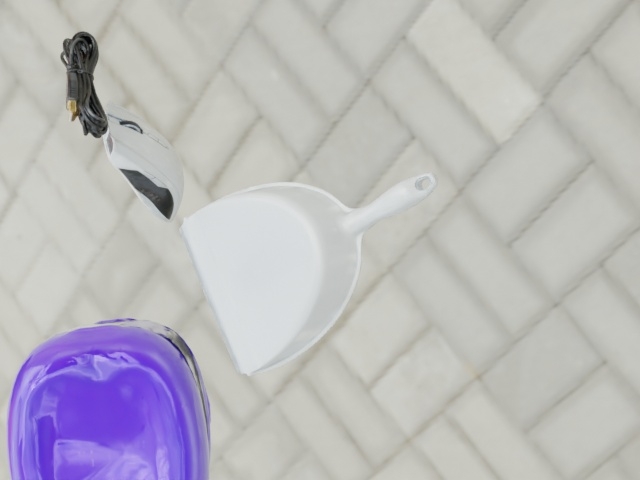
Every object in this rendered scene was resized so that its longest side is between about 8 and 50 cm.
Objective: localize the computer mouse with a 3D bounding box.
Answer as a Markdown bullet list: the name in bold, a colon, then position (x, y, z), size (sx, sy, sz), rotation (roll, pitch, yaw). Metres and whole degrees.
- **computer mouse**: position (-0.165, -0.091, 1.417), size (0.193, 0.042, 0.106), rotation (53, -163, -46)

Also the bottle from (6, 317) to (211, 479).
- **bottle**: position (-0.105, 0.100, 0.857), size (0.283, 0.092, 0.118), rotation (170, 94, -86)

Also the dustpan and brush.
- **dustpan and brush**: position (0.000, 0.000, 1.265), size (0.211, 0.060, 0.147), rotation (-32, 74, 34)
